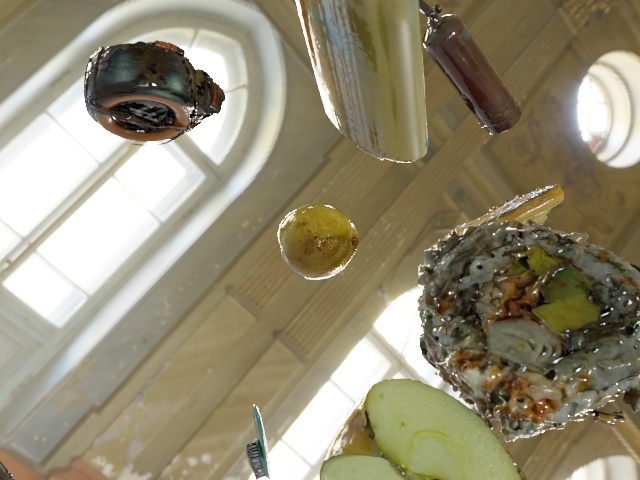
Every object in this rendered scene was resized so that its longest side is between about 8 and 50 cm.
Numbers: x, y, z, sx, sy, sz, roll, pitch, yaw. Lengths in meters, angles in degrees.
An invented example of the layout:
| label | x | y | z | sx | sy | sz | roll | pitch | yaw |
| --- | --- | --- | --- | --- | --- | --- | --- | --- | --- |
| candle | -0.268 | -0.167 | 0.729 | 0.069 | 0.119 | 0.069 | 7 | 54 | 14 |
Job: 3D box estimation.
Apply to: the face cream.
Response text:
| label | x | y | z | sx | sy | sz | roll | pitch | yaw |
| --- | --- | --- | --- | --- | --- | --- | --- | --- | --- |
| face cream | 0.029 | -0.189 | 0.535 | 0.139 | 0.067 | 0.285 | 41 | -15 | 29 |

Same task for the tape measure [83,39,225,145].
| label | x | y | z | sx | sy | sz | roll | pitch | yaw |
| --- | --- | --- | --- | --- | --- | --- | --- | --- | --- |
| tape measure | -0.312 | -0.266 | 1.157 | 0.202 | 0.134 | 0.223 | -16 | -20 | 32 |

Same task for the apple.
| label | x | y | z | sx | sy | sz | roll | pitch | yaw |
| --- | --- | --- | --- | --- | --- | --- | --- | --- | --- |
| apple | 0.161 | 0.356 | 0.894 | 0.346 | 0.254 | 0.179 | 42 | -6 | 0 |

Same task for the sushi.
| label | x | y | z | sx | sy | sz | roll | pitch | yaw |
| --- | --- | --- | --- | --- | --- | --- | --- | --- | --- |
| sushi | 0.356 | 0.125 | 1.034 | 0.418 | 0.418 | 0.175 | 29 | -36 | 39 |

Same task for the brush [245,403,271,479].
| label | x | y | z | sx | sy | sz | roll | pitch | yaw |
| --- | --- | --- | --- | --- | --- | --- | --- | --- | --- |
| brush | -0.095 | 0.298 | 0.935 | 0.193 | 0.032 | 0.043 | 87 | -17 | -46 |

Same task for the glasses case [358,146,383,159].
| label | x | y | z | sx | sy | sz | roll | pitch | yaw |
| --- | --- | --- | --- | --- | --- | --- | --- | --- | --- |
| glasses case | 0.126 | -0.226 | 1.564 | 0.083 | 0.032 | 0.021 | 27 | -14 | -14 |

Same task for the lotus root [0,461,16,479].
| label | x | y | z | sx | sy | sz | roll | pitch | yaw |
| --- | --- | --- | --- | --- | --- | --- | --- | --- | --- |
| lotus root | -0.459 | 0.449 | 0.944 | 0.329 | 0.078 | 0.167 | 46 | -50 | 20 |

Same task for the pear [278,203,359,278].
| label | x | y | z | sx | sy | sz | roll | pitch | yaw |
| --- | --- | --- | --- | --- | --- | --- | --- | --- | --- |
| pear | 0.000 | 0.000 | 1.701 | 0.209 | 0.209 | 0.209 | 38 | -15 | 12 |

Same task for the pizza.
| label | x | y | z | sx | sy | sz | roll | pitch | yaw |
| --- | --- | --- | --- | --- | --- | --- | --- | --- | --- |
| pizza | 0.396 | -0.026 | 1.461 | 0.089 | 0.324 | 0.223 | 62 | 14 | 2 |

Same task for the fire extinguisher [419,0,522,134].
| label | x | y | z | sx | sy | sz | roll | pitch | yaw |
| --- | --- | --- | --- | --- | --- | --- | --- | --- | --- |
| fire extinguisher | 0.230 | -0.289 | 1.044 | 0.268 | 0.072 | 0.089 | 42 | 14 | -32 |
